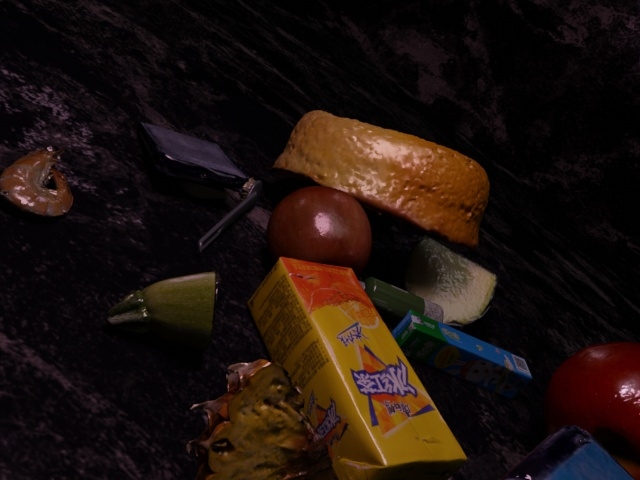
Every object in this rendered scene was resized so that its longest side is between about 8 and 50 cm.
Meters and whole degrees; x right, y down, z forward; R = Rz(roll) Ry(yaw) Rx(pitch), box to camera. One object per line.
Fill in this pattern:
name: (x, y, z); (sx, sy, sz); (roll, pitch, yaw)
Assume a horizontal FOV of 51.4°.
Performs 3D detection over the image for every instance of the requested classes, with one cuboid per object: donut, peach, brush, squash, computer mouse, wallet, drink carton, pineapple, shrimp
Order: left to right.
shrimp: (-0.396, -0.089, 0.955); (0.099, 0.041, 0.180); (27, 26, -17)
squash: (-0.203, 0.086, 0.851); (0.132, 0.105, 0.105); (5, 35, -15)
wallet: (-0.236, -0.154, 1.204); (0.167, 0.036, 0.222); (12, 19, -31)
computer mouse: (-0.213, -0.092, 1.181); (0.110, 0.032, 0.056); (18, 22, -39)
brush: (-0.158, -0.043, 1.146); (0.027, 0.062, 0.266); (21, 29, 8)
pineapple: (-0.085, 0.236, 0.695); (0.140, 0.250, 0.164); (-35, 33, -30)
drink carton: (0.034, 0.185, 0.914); (0.154, 0.111, 0.351); (11, 36, -38)
donut: (0.111, -0.138, 1.311); (0.377, 0.163, 0.435); (18, 6, -37)
squash: (0.242, 0.108, 1.343); (0.192, 0.085, 0.184); (31, 54, 4)
peach: (0.522, 0.300, 1.114); (0.281, 0.281, 0.338); (46, 29, 23)

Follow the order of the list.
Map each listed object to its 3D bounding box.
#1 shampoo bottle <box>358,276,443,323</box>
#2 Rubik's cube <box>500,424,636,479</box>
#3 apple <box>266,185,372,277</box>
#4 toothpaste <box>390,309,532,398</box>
shampoo bottle: (0.123, 0.111, 1.197); (0.204, 0.065, 0.065); (23, 28, -21)
Rubik's cube: (0.163, 0.383, 0.494); (0.318, 0.316, 0.313); (-3, 43, -52)
apple: (0.000, 0.000, 1.113); (0.181, 0.181, 0.168); (16, 39, -33)
toothpaste: (0.252, 0.206, 1.179); (0.266, 0.065, 0.050); (25, 31, -20)
